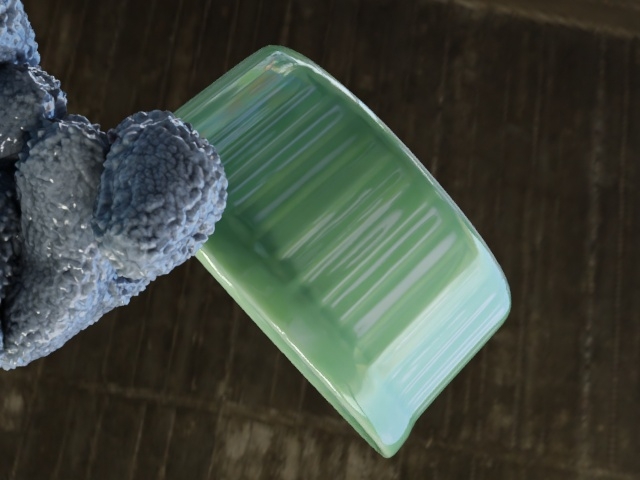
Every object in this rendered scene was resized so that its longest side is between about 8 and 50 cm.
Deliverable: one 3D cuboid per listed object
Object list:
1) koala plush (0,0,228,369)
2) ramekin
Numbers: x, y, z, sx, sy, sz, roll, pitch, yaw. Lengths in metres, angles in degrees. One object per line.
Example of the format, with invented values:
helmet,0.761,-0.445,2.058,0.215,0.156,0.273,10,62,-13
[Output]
koala plush,-0.193,0.019,0.692,0.196,0.203,0.221,38,-127,2
ramekin,0.000,0.000,1.052,0.148,0.303,0.303,-42,-104,-5
